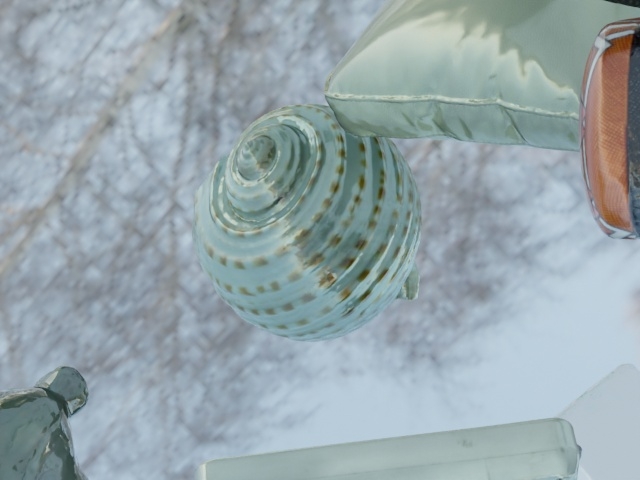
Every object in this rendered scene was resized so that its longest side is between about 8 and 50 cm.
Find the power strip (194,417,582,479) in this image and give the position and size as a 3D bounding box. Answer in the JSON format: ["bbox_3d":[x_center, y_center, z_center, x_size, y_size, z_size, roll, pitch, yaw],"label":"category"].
[{"bbox_3d":[0.032,0.123,0.892,0.192,0.081,0.035,-8,-125,1],"label":"power strip"}]

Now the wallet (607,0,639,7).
[{"bbox_3d":[0.201,-0.165,0.839,0.250,0.149,0.044,13,-173,-1],"label":"wallet"}]

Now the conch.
[{"bbox_3d":[-0.001,0.003,1.350,0.200,0.172,0.131,49,-168,-21],"label":"conch"}]

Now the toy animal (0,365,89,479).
[{"bbox_3d":[-0.149,0.177,0.775,0.125,0.127,0.251,28,-136,-4],"label":"toy animal"}]

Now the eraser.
[{"bbox_3d":[0.134,0.177,1.219,0.076,0.298,0.078,-33,-100,-29],"label":"eraser"}]

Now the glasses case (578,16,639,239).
[{"bbox_3d":[0.175,-0.062,0.957,0.266,0.067,0.103,-21,-67,-71],"label":"glasses case"}]

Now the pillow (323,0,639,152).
[{"bbox_3d":[0.170,-0.185,1.255,0.322,0.255,0.120,-56,-48,-26],"label":"pillow"}]
